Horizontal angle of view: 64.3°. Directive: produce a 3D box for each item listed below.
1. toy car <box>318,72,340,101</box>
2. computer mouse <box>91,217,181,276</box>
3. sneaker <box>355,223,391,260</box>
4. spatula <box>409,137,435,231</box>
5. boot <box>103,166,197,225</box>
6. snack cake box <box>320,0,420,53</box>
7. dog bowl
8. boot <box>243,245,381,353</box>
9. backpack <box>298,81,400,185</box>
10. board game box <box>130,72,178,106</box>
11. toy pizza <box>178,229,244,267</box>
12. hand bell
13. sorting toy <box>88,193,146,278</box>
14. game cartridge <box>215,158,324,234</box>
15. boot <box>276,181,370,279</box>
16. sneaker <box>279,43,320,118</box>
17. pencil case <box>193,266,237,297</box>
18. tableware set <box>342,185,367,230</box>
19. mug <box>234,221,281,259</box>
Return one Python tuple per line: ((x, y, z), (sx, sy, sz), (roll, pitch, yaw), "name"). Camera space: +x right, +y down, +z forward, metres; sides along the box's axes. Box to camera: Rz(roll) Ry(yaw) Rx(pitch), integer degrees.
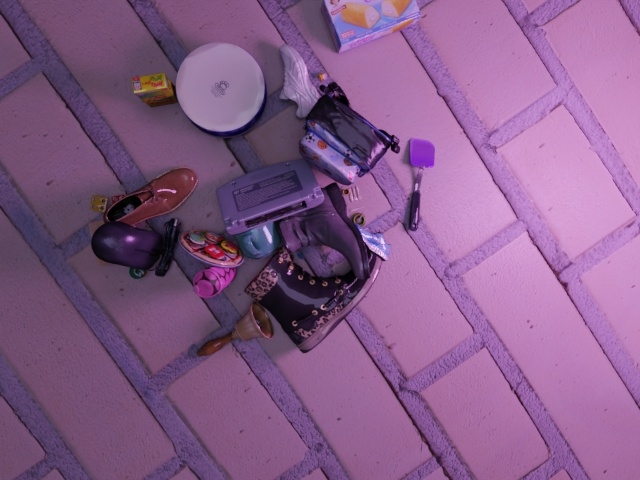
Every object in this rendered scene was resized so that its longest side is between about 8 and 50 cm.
((0.045, -0.470, 1.576), (0.040, 0.060, 0.122), (-32, 103, -34), "toy car")
((-0.514, 0.015, 1.457), (0.072, 0.272, 0.189), (20, 95, 36), "computer mouse")
((0.159, -0.005, 1.604), (0.162, 0.063, 0.073), (39, 71, -21), "sneaker")
((0.313, -0.176, 1.620), (0.084, 0.030, 0.297), (6, 92, -7), "spatula")
((-0.491, -0.126, 1.498), (0.305, 0.115, 0.112), (-35, 96, -20), "boot")
((0.151, -0.698, 1.555), (0.264, 0.089, 0.152), (-23, 95, -3), "snack cake box")
((-0.293, -0.446, 1.524), (0.264, 0.104, 0.265), (0, 93, -5), "dog bowl")
((-0.023, 0.123, 1.561), (0.284, 0.138, 0.377), (42, 94, -5), "boot")
((0.065, -0.282, 1.482), (0.276, 0.263, 0.213), (42, 95, -1), "backpack")
((-0.473, -0.432, 1.471), (0.092, 0.181, 0.043), (-11, 93, -4), "board game box")
((-0.317, 0.015, 1.497), (0.201, 0.201, 0.032), (24, 110, -5), "toy pizza")
((-0.278, 0.301, 1.575), (0.241, 0.126, 0.126), (-30, 95, 10), "hand bell")
((-0.620, -0.010, 1.546), (0.132, 0.046, 0.275), (-12, 91, -4), "sorting toy")
((-0.155, -0.140, 1.515), (0.297, 0.198, 0.062), (-19, 134, -4), "game cartridge")
((0.000, 0.000, 1.504), (0.222, 0.118, 0.338), (-21, 60, -5), "boot")
((-0.084, -0.479, 1.549), (0.115, 0.090, 0.232), (-26, 93, 1), "sneaker")
((-0.310, 0.111, 1.496), (0.098, 0.209, 0.095), (-14, 94, 5), "pencil case")
((0.088, -0.092, 1.610), (0.103, 0.024, 0.154), (-13, 94, -3), "tableware set")
((-0.192, 0.004, 1.530), (0.157, 0.129, 0.098), (-36, 107, -41), "mug")
